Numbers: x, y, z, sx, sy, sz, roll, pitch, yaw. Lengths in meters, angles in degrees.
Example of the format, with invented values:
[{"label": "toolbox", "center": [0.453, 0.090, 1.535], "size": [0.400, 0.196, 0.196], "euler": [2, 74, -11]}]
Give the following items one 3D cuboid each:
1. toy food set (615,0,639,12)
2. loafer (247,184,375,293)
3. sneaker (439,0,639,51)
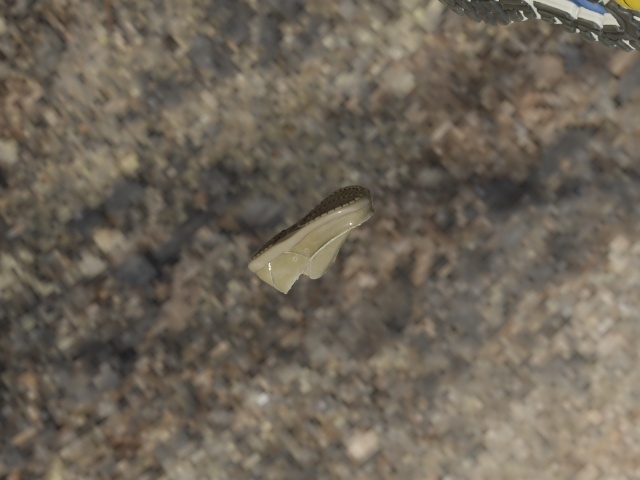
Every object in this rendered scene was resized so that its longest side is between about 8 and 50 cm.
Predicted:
[{"label": "toy food set", "center": [0.242, -0.159, 1.037], "size": [0.218, 0.128, 0.071], "euler": [-18, 107, -15]}, {"label": "loafer", "center": [0.000, 0.000, 1.702], "size": [0.148, 0.050, 0.056], "euler": [-31, -166, 41]}, {"label": "sneaker", "center": [0.170, -0.253, 1.537], "size": [0.147, 0.330, 0.130], "euler": [-57, 138, -12]}]
